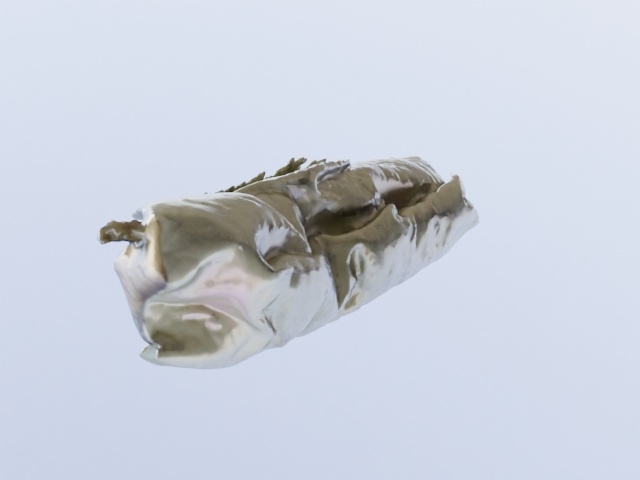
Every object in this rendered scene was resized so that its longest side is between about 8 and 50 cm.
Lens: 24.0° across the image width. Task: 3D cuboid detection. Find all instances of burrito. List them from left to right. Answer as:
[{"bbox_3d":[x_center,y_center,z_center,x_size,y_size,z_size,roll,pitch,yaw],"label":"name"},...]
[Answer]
[{"bbox_3d":[0.000,0.000,0.407,0.041,0.045,0.185,-1,-171,21],"label":"burrito"}]
